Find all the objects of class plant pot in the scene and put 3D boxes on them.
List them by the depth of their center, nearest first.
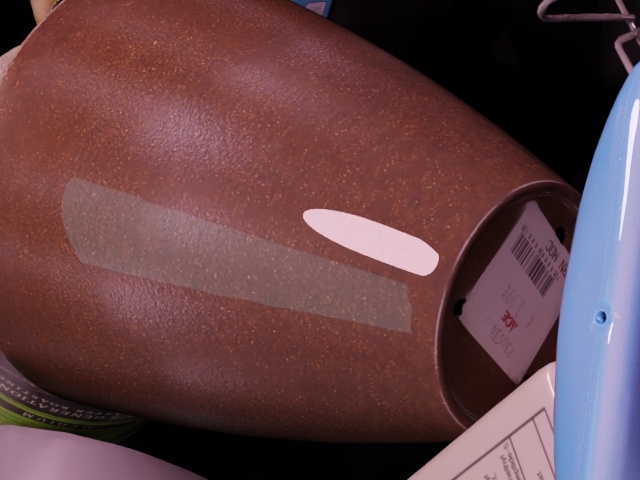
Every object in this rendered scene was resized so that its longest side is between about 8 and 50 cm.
[{"bbox_3d":[0.000,0.000,0.863,0.230,0.215,0.215,17,113,42],"label":"plant pot"}]

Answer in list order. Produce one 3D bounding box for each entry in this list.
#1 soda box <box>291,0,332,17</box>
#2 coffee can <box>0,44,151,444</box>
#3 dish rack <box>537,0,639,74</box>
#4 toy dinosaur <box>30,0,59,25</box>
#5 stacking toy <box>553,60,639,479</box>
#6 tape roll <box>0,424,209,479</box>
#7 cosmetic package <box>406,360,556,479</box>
[{"bbox_3d":[-0.017,-0.195,0.948,0.071,0.067,0.210,57,142,36],"label":"soda box"},{"bbox_3d":[-0.160,0.027,1.121,0.275,0.201,0.201,-37,66,57],"label":"coffee can"},{"bbox_3d":[0.115,-0.173,0.719,0.271,0.074,0.208,66,148,25],"label":"dish rack"},{"bbox_3d":[-0.176,-0.173,1.249,0.092,0.053,0.183,41,131,47],"label":"toy dinosaur"},{"bbox_3d":[0.225,0.036,0.530,0.302,0.166,0.175,1,82,48],"label":"stacking toy"},{"bbox_3d":[-0.134,0.178,1.095,0.219,0.219,0.072,-38,33,57],"label":"tape roll"},{"bbox_3d":[0.093,0.161,0.788,0.296,0.129,0.153,-47,58,54],"label":"cosmetic package"}]
